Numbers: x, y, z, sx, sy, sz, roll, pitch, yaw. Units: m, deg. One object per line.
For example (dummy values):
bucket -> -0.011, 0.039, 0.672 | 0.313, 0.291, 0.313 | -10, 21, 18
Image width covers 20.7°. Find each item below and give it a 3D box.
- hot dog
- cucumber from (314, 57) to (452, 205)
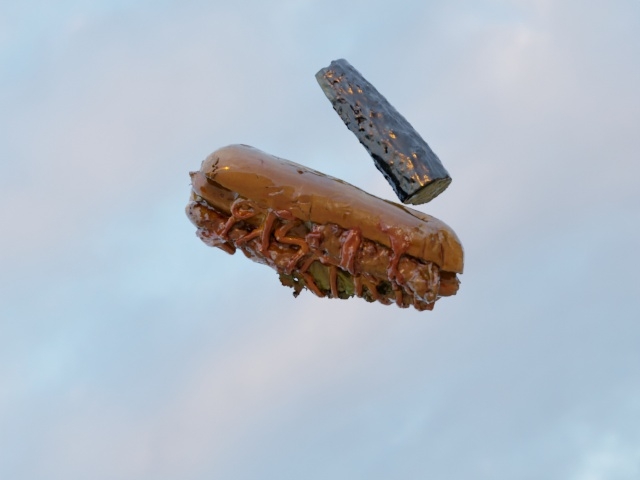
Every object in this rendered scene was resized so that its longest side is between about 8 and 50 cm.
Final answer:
hot dog -> 0.000, 0.000, 2.070 | 0.349, 0.117, 0.158 | 22, -28, -5
cucumber -> 0.078, -0.141, 2.136 | 0.062, 0.211, 0.078 | -41, -20, 24
